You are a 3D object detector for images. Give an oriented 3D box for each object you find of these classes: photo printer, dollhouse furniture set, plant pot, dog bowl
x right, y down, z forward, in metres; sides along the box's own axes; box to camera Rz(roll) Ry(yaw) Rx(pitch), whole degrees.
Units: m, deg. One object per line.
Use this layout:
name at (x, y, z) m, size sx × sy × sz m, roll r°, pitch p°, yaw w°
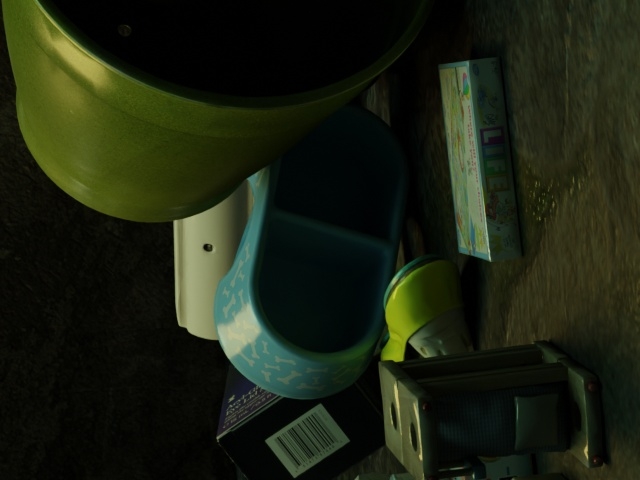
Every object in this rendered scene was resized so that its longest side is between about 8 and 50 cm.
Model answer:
photo printer at (-0.104, -0.083, 2.147) m, size 0.256 × 0.107 × 0.307 m, roll -82°, pitch -5°, yaw -55°
dollhouse furniture set at (0.124, 0.179, 1.350) m, size 0.129 × 0.129 × 0.184 m, roll -140°, pitch 44°, yaw -77°
plant pot at (-0.122, -0.190, 1.650) m, size 0.353 × 0.366 × 0.366 m, roll 123°, pitch 141°, yaw -60°
dog bowl at (0.000, 0.000, 1.805) m, size 0.074 × 0.166 × 0.297 m, roll 134°, pitch 150°, yaw -63°

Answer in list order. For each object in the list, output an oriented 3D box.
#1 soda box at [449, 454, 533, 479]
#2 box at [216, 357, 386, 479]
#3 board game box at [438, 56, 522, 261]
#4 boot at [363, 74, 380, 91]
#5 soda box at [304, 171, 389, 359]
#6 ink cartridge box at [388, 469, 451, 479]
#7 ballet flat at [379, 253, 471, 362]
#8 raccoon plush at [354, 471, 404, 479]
soda box at (0.140, 0.217, 1.521) m, size 0.063 × 0.058 × 0.183 m, roll -144°, pitch 47°, yaw -80°
box at (-0.011, 0.163, 1.953) m, size 0.108 × 0.153 × 0.207 m, roll 52°, pitch -170°, yaw -14°
board game box at (0.124, -0.064, 1.488) m, size 0.103 × 0.026 × 0.154 m, roll -156°, pitch 59°, yaw -80°
boot at (0.024, -0.251, 1.871) m, size 0.176 × 0.088 × 0.244 m, roll -12°, pitch 65°, yaw 55°
soda box at (0.028, 0.028, 1.888) m, size 0.181 × 0.061 × 0.058 m, roll 59°, pitch 168°, yaw 6°
ink cartridge box at (0.076, 0.375, 1.883) m, size 0.207 × 0.117 × 0.283 m, roll 132°, pitch 131°, yaw -79°
ballet flat at (0.098, 0.082, 1.684) m, size 0.077 × 0.077 × 0.231 m, roll 57°, pitch 167°, yaw 17°
raccoon plush at (0.070, 0.451, 1.535) m, size 0.299 × 0.216 × 0.446 m, roll -120°, pitch 9°, yaw -54°
